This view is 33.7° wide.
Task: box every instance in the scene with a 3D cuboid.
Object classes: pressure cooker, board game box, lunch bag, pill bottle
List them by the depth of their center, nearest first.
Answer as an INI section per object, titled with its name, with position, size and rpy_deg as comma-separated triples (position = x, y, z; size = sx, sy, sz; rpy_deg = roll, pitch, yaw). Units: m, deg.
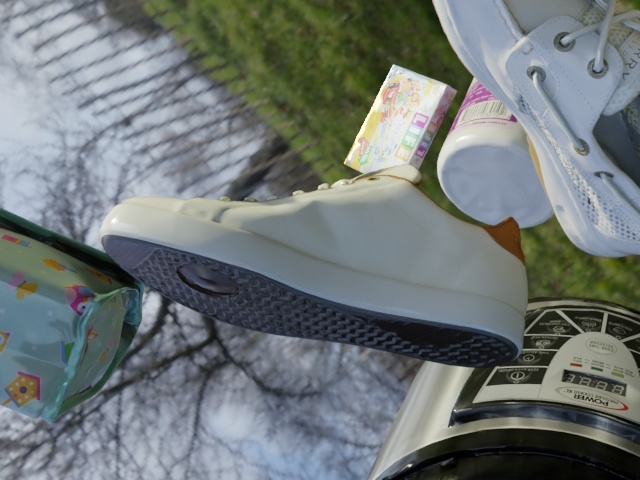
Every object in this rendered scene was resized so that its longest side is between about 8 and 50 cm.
[pressure cooker]
position = 0.211, 0.285, 0.933
size = 0.375, 0.370, 0.420
rpy_deg = 50, -150, -5
[lunch bag]
position = -0.307, 0.063, 1.077
size = 0.223, 0.160, 0.262
rpy_deg = 22, -174, 2
[pill bottle]
position = 0.277, -0.174, 1.410
size = 0.169, 0.169, 0.301
rpy_deg = 51, -131, -29
[board game box]
position = 0.107, -0.152, 1.433
size = 0.103, 0.154, 0.026
rpy_deg = 29, -175, 40

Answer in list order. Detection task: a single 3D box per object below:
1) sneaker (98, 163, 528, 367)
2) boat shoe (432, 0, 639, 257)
[sneaker]
position = 0.000, 0.000, 0.729
size = 0.106, 0.290, 0.123
rpy_deg = 113, 169, -63
[boat shoe]
position = 0.157, -0.104, 0.615
size = 0.096, 0.098, 0.277
rpy_deg = 7, 139, 55
